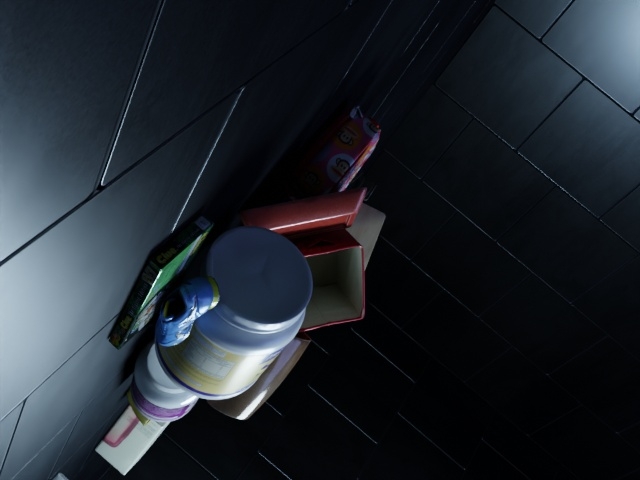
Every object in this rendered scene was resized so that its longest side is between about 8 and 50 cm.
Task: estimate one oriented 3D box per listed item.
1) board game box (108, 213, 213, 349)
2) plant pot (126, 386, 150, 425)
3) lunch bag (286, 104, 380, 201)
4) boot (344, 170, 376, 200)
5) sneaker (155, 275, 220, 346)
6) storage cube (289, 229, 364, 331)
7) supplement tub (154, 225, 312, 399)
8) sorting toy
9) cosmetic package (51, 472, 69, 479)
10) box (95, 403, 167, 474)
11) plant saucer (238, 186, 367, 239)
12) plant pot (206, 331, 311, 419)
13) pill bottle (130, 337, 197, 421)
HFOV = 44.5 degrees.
[{"bbox_3d":[-0.263,0.071,1.273,0.136,0.030,0.259,-45,175,-45],"label":"board game box"},{"bbox_3d":[-0.465,0.419,2.111,0.134,0.095,0.134,-50,177,-3],"label":"plant pot"},{"bbox_3d":[0.041,-0.185,1.786,0.258,0.120,0.293,-49,178,-10],"label":"lunch bag"},{"bbox_3d":[0.092,-0.191,2.133,0.246,0.161,0.083,-49,178,-18],"label":"boot"},{"bbox_3d":[-0.254,0.126,1.349,0.082,0.069,0.209,-11,157,-42],"label":"sneaker"},{"bbox_3d":[-0.016,0.073,1.816,0.184,0.215,0.193,-10,-156,-16],"label":"storage cube"},{"bbox_3d":[-0.171,0.143,1.515,0.241,0.241,0.331,-48,177,-40],"label":"supplement tub"},{"bbox_3d":[0.000,0.000,1.996,0.089,0.255,0.257,9,-104,65],"label":"sorting toy"},{"bbox_3d":[-0.771,0.818,2.011,0.385,0.156,0.217,-46,176,-42],"label":"cosmetic package"},{"bbox_3d":[-0.567,0.585,2.437,0.232,0.127,0.148,-50,178,19],"label":"box"},{"bbox_3d":[-0.034,-0.043,1.646,0.259,0.047,0.258,-11,173,-3],"label":"plant saucer"},{"bbox_3d":[-0.168,0.285,1.805,0.230,0.215,0.215,-64,178,0],"label":"plant pot"},{"bbox_3d":[-0.344,0.310,1.790,0.169,0.169,0.301,-49,178,-26],"label":"pill bottle"}]
